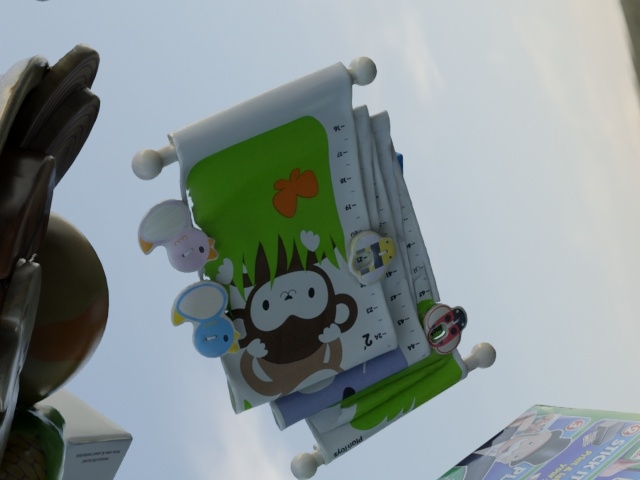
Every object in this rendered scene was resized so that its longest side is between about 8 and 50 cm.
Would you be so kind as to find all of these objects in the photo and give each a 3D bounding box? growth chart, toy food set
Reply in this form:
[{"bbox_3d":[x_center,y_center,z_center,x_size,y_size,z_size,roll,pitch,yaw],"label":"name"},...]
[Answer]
[{"bbox_3d":[-0.002,0.019,0.839,0.021,0.172,0.237,24,142,54],"label":"growth chart"},{"bbox_3d":[-0.073,0.016,0.369,0.132,0.038,0.192,-96,19,-77],"label":"toy food set"}]

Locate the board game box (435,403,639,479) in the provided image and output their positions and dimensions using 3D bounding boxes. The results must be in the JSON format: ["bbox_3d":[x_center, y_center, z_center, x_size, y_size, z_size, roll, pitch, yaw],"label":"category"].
[{"bbox_3d":[0.080,0.190,0.797,0.317,0.213,0.046,-32,-75,-28],"label":"board game box"}]

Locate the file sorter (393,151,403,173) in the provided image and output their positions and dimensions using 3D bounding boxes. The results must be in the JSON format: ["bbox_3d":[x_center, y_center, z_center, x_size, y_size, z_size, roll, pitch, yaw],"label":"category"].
[{"bbox_3d":[0.000,0.000,1.373,0.104,0.118,0.170,-20,-61,-33],"label":"file sorter"}]

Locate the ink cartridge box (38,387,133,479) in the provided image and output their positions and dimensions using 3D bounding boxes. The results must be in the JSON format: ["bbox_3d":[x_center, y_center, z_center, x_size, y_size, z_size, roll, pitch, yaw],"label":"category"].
[{"bbox_3d":[-0.327,0.251,1.397,0.273,0.197,0.114,-63,-25,7],"label":"ink cartridge box"}]
